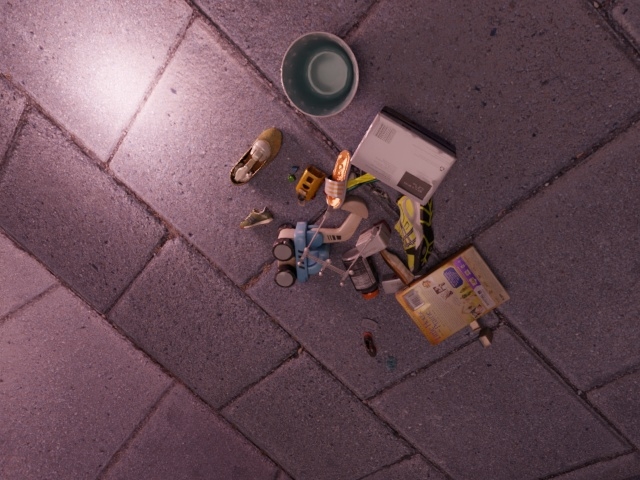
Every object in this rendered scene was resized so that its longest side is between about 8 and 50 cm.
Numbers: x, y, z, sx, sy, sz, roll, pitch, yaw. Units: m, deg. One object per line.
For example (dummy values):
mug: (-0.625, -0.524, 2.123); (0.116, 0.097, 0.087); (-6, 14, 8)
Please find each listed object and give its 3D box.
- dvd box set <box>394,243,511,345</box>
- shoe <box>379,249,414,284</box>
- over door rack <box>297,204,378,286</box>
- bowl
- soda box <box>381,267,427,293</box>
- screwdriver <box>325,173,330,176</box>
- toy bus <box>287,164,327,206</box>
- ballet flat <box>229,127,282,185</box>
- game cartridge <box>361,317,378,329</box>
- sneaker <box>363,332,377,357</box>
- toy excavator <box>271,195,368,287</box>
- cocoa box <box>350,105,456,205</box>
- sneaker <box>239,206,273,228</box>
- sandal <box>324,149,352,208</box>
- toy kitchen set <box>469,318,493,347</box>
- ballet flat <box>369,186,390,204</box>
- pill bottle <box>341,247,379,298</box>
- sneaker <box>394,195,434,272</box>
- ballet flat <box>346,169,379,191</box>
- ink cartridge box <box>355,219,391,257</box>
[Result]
dvd box set: (0.603, 0.255, 1.928); (0.421, 0.062, 0.307); (-37, 95, 12)
shoe: (0.359, 0.113, 1.987); (0.058, 0.076, 0.219); (-36, 72, -6)
over door rack: (0.065, 0.037, 1.823); (0.240, 0.108, 0.324); (27, 120, -4)
bowl: (0.015, -0.664, 1.670); (0.312, 0.163, 0.311); (7, 118, 14)
soda box: (0.413, 0.198, 2.031); (0.216, 0.069, 0.073); (-12, 111, 23)
screwdriver: (0.034, -0.302, 1.932); (0.170, 0.025, 0.024); (24, 121, 15)
toy bus: (-0.061, -0.245, 1.929); (0.191, 0.104, 0.202); (-8, 113, 24)
ballet flat: (-0.306, -0.375, 1.940); (0.123, 0.123, 0.349); (45, 119, -8)
game cartridge: (0.262, 0.443, 2.230); (0.084, 0.017, 0.055); (19, 123, 7)
sneaker: (0.263, 0.579, 2.268); (0.061, 0.065, 0.157); (-12, 111, 22)
toy excavator: (0.000, 0.000, 2.007); (0.446, 0.222, 0.431); (-1, 115, 2)
cocoa box: (0.338, -0.348, 1.690); (0.347, 0.228, 0.231); (31, 120, 1)
sneaker: (-0.331, -0.119, 2.108); (0.192, 0.064, 0.086); (-12, 104, 21)
sandal: (0.065, -0.273, 1.850); (0.102, 0.076, 0.264); (17, 97, 40)
toy kitchen set: (0.712, 0.429, 2.050); (0.166, 0.122, 0.207); (-35, 82, 28)
ballet flat: (0.278, -0.207, 1.890); (0.114, 0.041, 0.041); (34, 120, -2)
pill bottle: (0.205, 0.164, 2.043); (0.131, 0.130, 0.245); (-17, 110, 23)
sneaker: (0.421, -0.035, 1.895); (0.147, 0.145, 0.383); (13, 118, 34)
ballet flat: (0.177, -0.275, 1.874); (0.231, 0.077, 0.077); (-18, 88, 23)
ink cartridge box: (0.245, -0.010, 1.917); (0.128, 0.175, 0.072); (-27, 105, 26)
